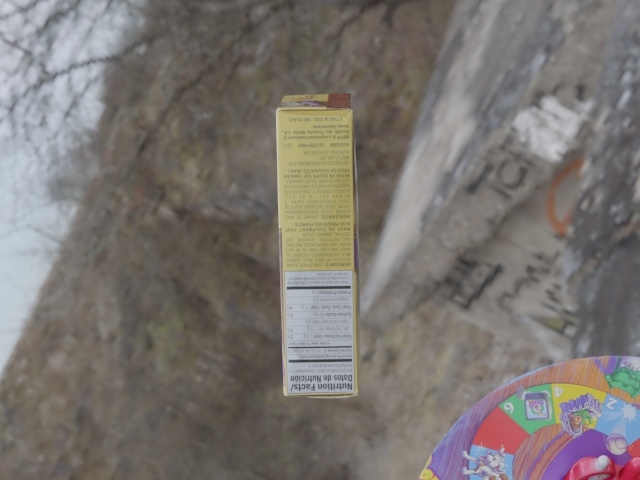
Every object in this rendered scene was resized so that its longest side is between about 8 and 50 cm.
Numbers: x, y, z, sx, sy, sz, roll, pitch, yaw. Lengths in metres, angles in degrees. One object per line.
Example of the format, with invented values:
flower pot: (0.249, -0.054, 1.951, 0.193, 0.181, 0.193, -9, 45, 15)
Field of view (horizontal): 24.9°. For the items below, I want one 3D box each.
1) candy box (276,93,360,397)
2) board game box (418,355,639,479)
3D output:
candy box: (0.000, 0.000, 0.959, 0.109, 0.053, 0.186, -84, -6, -79)
board game box: (0.110, 0.111, 0.485, 0.133, 0.168, 0.033, -22, -24, -15)
